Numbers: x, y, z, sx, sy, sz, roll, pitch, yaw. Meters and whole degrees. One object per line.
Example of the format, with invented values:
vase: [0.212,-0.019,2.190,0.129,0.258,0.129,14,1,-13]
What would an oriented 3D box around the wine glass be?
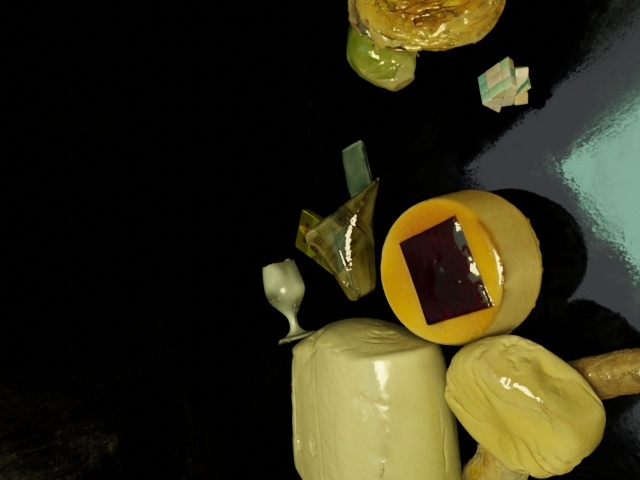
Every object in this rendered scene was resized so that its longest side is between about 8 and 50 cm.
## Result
wine glass: [-0.099,0.184,1.303,0.126,0.126,0.241,-23,79,51]

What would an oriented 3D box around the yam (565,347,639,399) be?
yam: [0.437,0.221,0.669,0.357,0.081,0.081,-34,69,47]

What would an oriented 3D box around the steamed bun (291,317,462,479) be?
steamed bun: [0.115,0.352,0.920,0.456,0.290,0.371,163,105,-66]

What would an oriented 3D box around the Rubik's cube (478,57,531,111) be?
Rubik's cube: [0.328,-0.267,0.741,0.084,0.073,0.075,-2,77,57]

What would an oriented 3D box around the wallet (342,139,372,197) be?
wallet: [0.094,-0.179,1.081,0.088,0.026,0.129,-18,82,55]

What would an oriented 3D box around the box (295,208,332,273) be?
box: [0.000,0.000,1.225,0.193,0.030,0.121,34,121,43]

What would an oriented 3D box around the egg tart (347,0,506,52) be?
egg tart: [0.196,-0.460,0.800,0.297,0.132,0.297,-2,83,14]

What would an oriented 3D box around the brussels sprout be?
brussels sprout: [0.128,-0.413,0.922,0.131,0.145,0.183,132,131,-76]

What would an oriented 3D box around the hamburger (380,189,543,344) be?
hamburger: [0.254,0.049,0.792,0.300,0.176,0.300,2,93,49]

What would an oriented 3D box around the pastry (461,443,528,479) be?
pastry: [0.333,0.433,0.817,0.121,0.089,0.258,27,115,36]

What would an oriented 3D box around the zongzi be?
zongzi: [0.109,0.004,1.041,0.242,0.112,0.221,-38,78,27]

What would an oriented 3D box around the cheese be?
cheese: [0.307,0.261,0.677,0.226,0.117,0.214,36,138,25]
